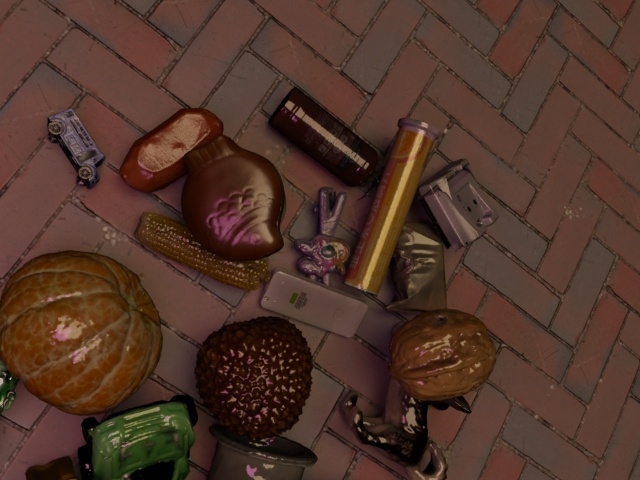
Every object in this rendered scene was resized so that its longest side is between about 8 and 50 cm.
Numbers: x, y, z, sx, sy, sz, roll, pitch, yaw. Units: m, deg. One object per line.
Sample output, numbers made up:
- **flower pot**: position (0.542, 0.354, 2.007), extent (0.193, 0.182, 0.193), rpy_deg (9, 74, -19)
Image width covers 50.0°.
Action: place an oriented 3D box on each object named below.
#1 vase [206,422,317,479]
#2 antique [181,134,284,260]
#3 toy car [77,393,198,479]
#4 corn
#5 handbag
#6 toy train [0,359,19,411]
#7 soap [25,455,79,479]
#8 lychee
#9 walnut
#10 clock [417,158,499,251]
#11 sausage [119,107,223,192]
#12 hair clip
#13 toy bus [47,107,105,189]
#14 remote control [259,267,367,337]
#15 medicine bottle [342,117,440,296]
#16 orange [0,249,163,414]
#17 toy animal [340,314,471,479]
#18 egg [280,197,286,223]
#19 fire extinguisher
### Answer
- **vase**: position (-0.160, 0.557, 1.440), extent (0.245, 0.245, 0.291), rpy_deg (18, 85, -19)
- **antique**: position (-0.181, -0.083, 1.466), extent (0.224, 0.129, 0.278), rpy_deg (-33, 89, 1)
- **toy car**: position (-0.349, 0.443, 1.342), extent (0.214, 0.358, 0.176), rpy_deg (-10, 59, -27)
- **corn**: position (-0.259, 0.028, 1.535), extent (0.320, 0.097, 0.097), rpy_deg (25, 74, -14)
- **handbag**: position (0.235, 0.064, 1.715), extent (0.183, 0.117, 0.270), rpy_deg (5, 75, -27)
- **toy train**: position (-0.655, 0.320, 1.278), extent (0.133, 0.188, 0.243), rpy_deg (27, 72, -15)
- **soap**: position (-0.464, 0.513, 1.260), extent (0.091, 0.315, 0.199), rpy_deg (-20, 89, -24)
- **lychee**: position (-0.133, 0.292, 1.448), extent (0.268, 0.267, 0.267), rpy_deg (3, 81, -22)
- **walnut**: position (0.262, 0.246, 1.487), extent (0.245, 0.198, 0.198), rpy_deg (-17, 89, -8)
- **clock**: position (0.359, -0.099, 1.758), extent (0.186, 0.083, 0.253), rpy_deg (60, 38, -5)
- **sausage**: position (-0.326, -0.201, 1.521), extent (0.258, 0.133, 0.133), rpy_deg (-42, 99, -19)
- **hair clip**: position (0.004, -0.005, 1.647), extent (0.137, 0.090, 0.278), rpy_deg (9, 79, -14)
- **toy bus**: position (-0.518, -0.195, 1.471), extent (0.076, 0.073, 0.167), rpy_deg (-34, 95, -25)
- **remote control**: position (-0.014, 0.149, 1.626), extent (0.250, 0.034, 0.103), rpy_deg (21, 104, -18)
- **medicine bottle**: position (0.169, -0.078, 1.650), extent (0.108, 0.108, 0.425), rpy_deg (21, 86, -18)
- **orange**: position (-0.452, 0.166, 1.312), extent (0.249, 0.329, 0.329), rpy_deg (-30, 95, 7)
- **toy animal**: position (0.240, 0.390, 1.636), extent (0.303, 0.194, 0.344), rpy_deg (41, 72, -6)
- **egg**: position (-0.135, -0.085, 1.587), extent (0.114, 0.114, 0.152), rpy_deg (-4, 82, -22)
- **fire extinguisher**: position (0.032, -0.220, 1.677), extent (0.337, 0.114, 0.135), rpy_deg (36, 86, -13)
